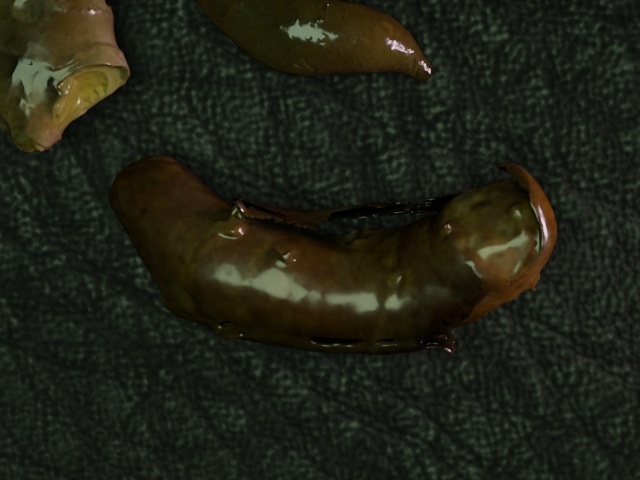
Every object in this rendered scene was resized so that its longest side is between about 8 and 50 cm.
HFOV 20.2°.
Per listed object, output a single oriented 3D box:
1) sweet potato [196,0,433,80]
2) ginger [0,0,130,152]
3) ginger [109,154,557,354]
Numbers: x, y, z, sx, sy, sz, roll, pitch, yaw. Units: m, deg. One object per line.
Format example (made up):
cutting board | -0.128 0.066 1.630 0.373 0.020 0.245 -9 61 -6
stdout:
sweet potato | -0.042 -0.160 1.231 0.249 0.059 0.069 26 76 6
ginger | -0.198 -0.205 1.232 0.131 0.086 0.294 -4 86 17
ginger | 0.005 0.013 1.217 0.309 0.107 0.133 -1 108 9
